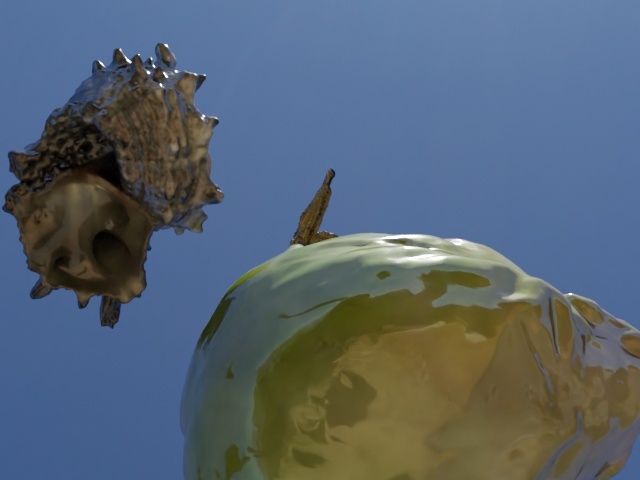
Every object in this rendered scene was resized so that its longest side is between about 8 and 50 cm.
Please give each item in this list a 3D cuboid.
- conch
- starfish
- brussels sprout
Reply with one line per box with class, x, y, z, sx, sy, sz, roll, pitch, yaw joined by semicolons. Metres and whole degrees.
conch;-0.206;-0.062;1.277;0.241;0.186;0.313;24;-95;31
starfish;-0.002;0.000;1.072;0.133;0.041;0.130;2;-88;-40
brussels sprout;0.049;0.119;0.778;0.317;0.274;0.242;4;-75;22
